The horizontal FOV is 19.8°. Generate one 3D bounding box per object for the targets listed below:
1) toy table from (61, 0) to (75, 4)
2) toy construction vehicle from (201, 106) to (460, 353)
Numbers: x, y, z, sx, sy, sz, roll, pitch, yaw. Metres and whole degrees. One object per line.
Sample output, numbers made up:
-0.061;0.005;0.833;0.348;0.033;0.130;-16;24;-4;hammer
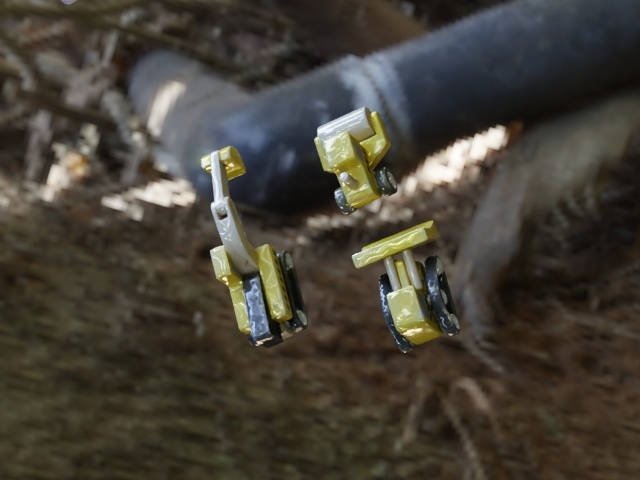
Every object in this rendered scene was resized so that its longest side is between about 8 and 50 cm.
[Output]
-0.133;-0.308;1.172;0.274;0.161;0.252;-55;18;-20;toy table
0.000;0.000;0.699;0.086;0.035;0.098;-19;72;19;toy construction vehicle
